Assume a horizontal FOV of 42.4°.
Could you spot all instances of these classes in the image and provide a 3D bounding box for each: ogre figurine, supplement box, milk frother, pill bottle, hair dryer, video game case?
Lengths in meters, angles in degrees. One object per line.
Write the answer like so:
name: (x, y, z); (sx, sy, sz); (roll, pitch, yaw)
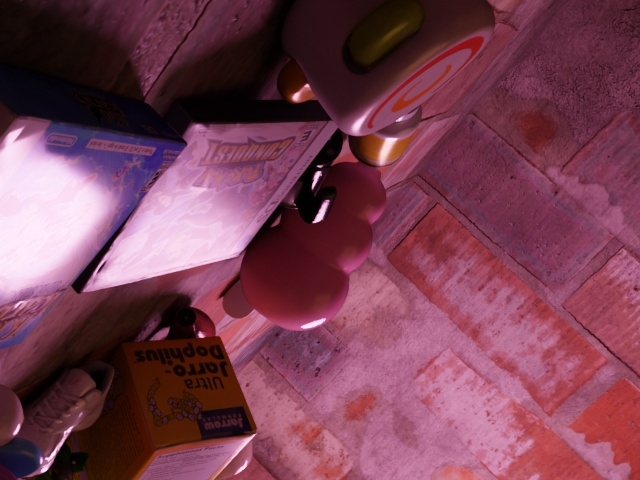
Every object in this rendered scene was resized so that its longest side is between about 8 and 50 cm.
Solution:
ogre figurine: (-0.426, 0.374, 1.310); (0.097, 0.197, 0.118); (-20, -167, 6)
supplement box: (-0.296, 0.346, 1.422); (0.194, 0.195, 0.356); (1, 140, -40)
milk frother: (-0.053, -0.091, 1.133); (0.143, 0.129, 0.135); (1, 155, -14)
pill bottle: (0.109, -0.199, 1.365); (0.103, 0.103, 0.184); (-44, 173, -18)
hair dryer: (-0.278, 0.209, 1.478); (0.293, 0.080, 0.223); (-52, 171, 36)
video game case: (-0.236, -0.005, 0.598); (0.244, 0.061, 0.269); (-47, 173, 11)
video game case: (-0.120, -0.054, 0.919); (0.248, 0.035, 0.275); (-50, 161, 29)

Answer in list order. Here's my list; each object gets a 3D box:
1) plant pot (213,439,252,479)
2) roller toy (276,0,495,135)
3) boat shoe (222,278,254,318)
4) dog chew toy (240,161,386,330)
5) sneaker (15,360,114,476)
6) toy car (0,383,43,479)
plant pot: (-0.284, 0.374, 1.794); (0.284, 0.284, 0.191); (-29, 126, -68)
roller toy: (0.062, -0.214, 0.837); (0.191, 0.146, 0.209); (-32, 172, -30)
boat shoe: (-0.099, 0.061, 1.722); (0.258, 0.095, 0.084); (-37, 179, 11)
dog chew toy: (0.000, 0.000, 1.508); (0.332, 0.207, 0.206); (-55, 172, 6)
sneaker: (-0.362, 0.227, 1.127); (0.115, 0.090, 0.232); (-57, 178, 23)
toy car: (-0.381, 0.255, 0.889); (0.182, 0.136, 0.159); (-38, 169, -49)
